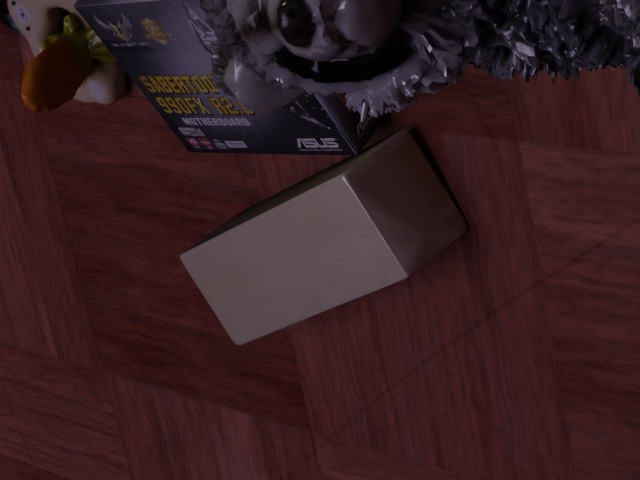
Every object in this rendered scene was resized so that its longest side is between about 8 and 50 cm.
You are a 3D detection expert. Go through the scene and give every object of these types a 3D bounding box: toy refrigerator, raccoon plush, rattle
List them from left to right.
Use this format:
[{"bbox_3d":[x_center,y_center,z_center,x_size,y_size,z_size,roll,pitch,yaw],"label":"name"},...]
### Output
[{"bbox_3d":[-0.290,-0.187,1.884,0.199,0.143,0.130,32,152,25],"label":"rattle"},{"bbox_3d":[0.000,0.000,1.698,0.102,0.094,0.269,57,144,-5],"label":"toy refrigerator"},{"bbox_3d":[0.125,-0.170,1.097,0.299,0.446,0.216,-3,95,33],"label":"raccoon plush"}]

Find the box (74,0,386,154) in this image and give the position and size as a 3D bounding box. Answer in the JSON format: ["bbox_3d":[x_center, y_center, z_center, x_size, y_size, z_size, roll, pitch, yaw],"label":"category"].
[{"bbox_3d":[-0.077,-0.155,1.662,0.231,0.056,0.183,4,141,47],"label":"box"}]
